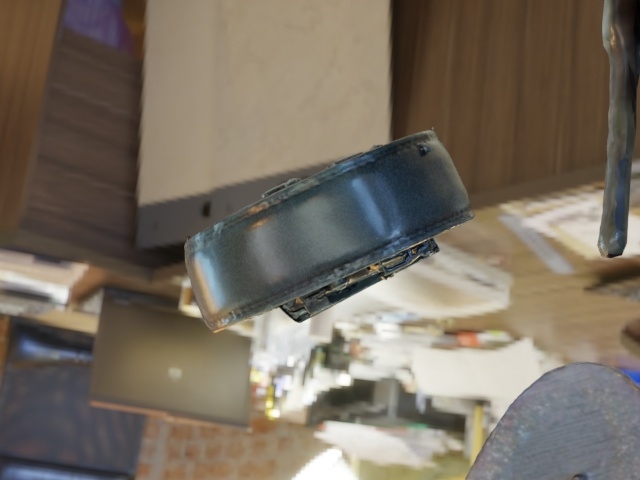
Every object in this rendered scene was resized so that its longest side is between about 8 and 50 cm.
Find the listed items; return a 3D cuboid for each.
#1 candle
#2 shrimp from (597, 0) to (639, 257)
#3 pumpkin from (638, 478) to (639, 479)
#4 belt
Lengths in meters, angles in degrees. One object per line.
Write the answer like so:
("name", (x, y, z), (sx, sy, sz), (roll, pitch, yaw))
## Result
("candle", (0.157, 0.183, 0.834), (0.168, 0.192, 0.068), (-17, 163, 8))
("shrimp", (0.144, -0.074, 0.281), (0.166, 0.221, 0.410), (45, -165, 10))
("pumpkin", (0.182, 0.160, 0.319), (0.238, 0.315, 0.315), (24, 156, -39))
("belt", (0.000, 0.000, 1.100), (0.267, 0.116, 0.206), (-25, 177, 25))
